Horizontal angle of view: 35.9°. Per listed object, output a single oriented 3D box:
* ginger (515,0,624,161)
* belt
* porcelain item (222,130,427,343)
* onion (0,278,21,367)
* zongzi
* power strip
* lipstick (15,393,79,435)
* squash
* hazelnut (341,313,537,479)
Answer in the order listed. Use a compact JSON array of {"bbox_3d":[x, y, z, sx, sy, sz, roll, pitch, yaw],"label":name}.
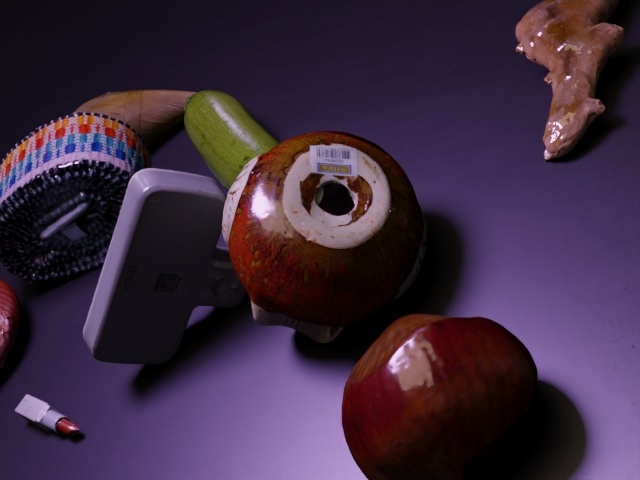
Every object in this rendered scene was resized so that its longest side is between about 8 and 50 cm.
[{"bbox_3d":[0.321,-0.244,1.263,0.147,0.081,0.334,-1,50,17],"label":"ginger"},{"bbox_3d":[-0.393,-0.068,1.539,0.295,0.206,0.161,-36,40,27],"label":"belt"},{"bbox_3d":[0.000,0.000,1.190,0.253,0.253,0.253,-21,41,20],"label":"porcelain item"},{"bbox_3d":[-0.575,0.140,1.499,0.230,0.163,0.230,-24,45,27],"label":"onion"},{"bbox_3d":[-0.332,-0.178,1.660,0.256,0.115,0.228,-4,30,26],"label":"zongzi"},{"bbox_3d":[-0.183,0.041,1.277,0.059,0.193,0.265,48,123,49],"label":"power strip"},{"bbox_3d":[-0.364,0.242,1.336,0.129,0.030,0.030,10,58,44],"label":"lipstick"},{"bbox_3d":[-0.124,-0.138,1.471,0.107,0.107,0.395,-40,37,-3],"label":"squash"},{"bbox_3d":[0.107,0.160,0.972,0.202,0.160,0.170,-56,6,42],"label":"hazelnut"}]
